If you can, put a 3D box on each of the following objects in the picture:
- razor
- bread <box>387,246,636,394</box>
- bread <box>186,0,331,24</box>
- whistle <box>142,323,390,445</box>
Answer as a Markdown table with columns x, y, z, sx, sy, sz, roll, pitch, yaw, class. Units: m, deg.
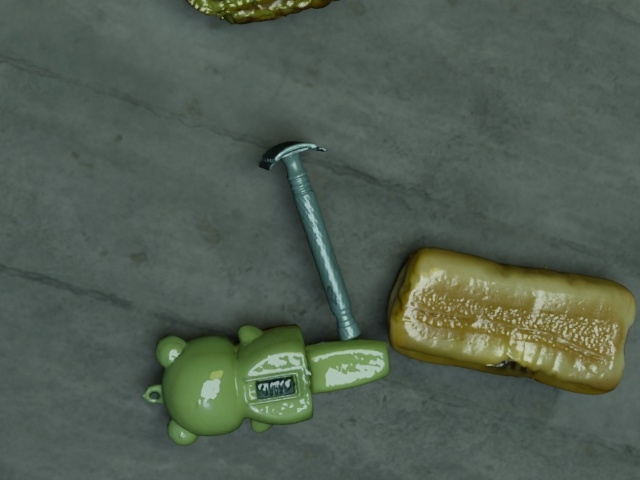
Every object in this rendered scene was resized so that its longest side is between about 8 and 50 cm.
| x | y | z | sx | sy | sz | roll | pitch | yaw | class |
| --- | --- | --- | --- | --- | --- | --- | --- | --- | --- |
| 0.000 | 0.000 | 1.537 | 0.068 | 0.106 | 0.232 | -20 | 99 | -6 | razor |
| 0.225 | 0.093 | 1.618 | 0.305 | 0.091 | 0.142 | 12 | 86 | -12 | bread |
| -0.044 | -0.329 | 1.451 | 0.222 | 0.096 | 0.181 | -8 | 106 | 8 | bread |
| -0.062 | 0.156 | 1.573 | 0.288 | 0.106 | 0.131 | -9 | 101 | -7 | whistle |
